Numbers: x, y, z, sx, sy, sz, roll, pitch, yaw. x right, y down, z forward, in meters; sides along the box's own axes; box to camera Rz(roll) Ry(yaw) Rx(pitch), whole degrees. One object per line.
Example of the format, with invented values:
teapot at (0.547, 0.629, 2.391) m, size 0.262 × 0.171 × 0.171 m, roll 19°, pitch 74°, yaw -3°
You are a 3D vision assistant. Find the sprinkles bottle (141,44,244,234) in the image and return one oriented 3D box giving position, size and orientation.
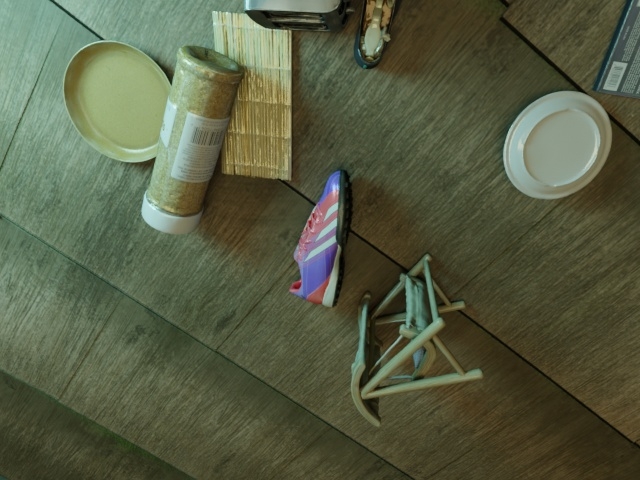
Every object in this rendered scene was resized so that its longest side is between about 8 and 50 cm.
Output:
sprinkles bottle at (-0.254, -0.182, 0.912) m, size 0.121 × 0.121 × 0.356 m, roll 23°, pitch 121°, yaw -5°

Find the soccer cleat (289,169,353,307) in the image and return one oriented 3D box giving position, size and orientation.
soccer cleat at (0.000, 0.000, 0.995) m, size 0.116 × 0.109 × 0.318 m, roll 10°, pitch 120°, yaw 7°

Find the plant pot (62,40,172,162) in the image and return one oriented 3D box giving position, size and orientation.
plant pot at (-0.396, -0.276, 0.946) m, size 0.236 × 0.032 × 0.237 m, roll 3°, pitch 118°, yaw 6°

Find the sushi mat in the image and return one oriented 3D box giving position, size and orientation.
sushi mat at (-0.130, -0.270, 0.920) m, size 0.151 × 0.019 × 0.317 m, roll 4°, pitch 117°, yaw 5°

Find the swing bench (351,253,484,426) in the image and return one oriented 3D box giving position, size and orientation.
swing bench at (0.171, 0.202, 0.988) m, size 0.254 × 0.253 × 0.165 m, roll -32°, pitch 108°, yaw 20°

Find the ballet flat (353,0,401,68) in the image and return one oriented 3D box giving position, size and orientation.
ballet flat at (0.100, -0.394, 0.797) m, size 0.074 × 0.074 × 0.203 m, roll 12°, pitch 118°, yaw 1°

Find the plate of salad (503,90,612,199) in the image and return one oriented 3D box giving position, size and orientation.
plate of salad at (0.437, -0.175, 0.876) m, size 0.199 × 0.048 × 0.200 m, roll -1°, pitch 112°, yaw -2°

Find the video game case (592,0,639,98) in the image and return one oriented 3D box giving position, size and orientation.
video game case at (0.632, -0.327, 0.784) m, size 0.274 × 0.026 × 0.196 m, roll 10°, pitch 118°, yaw 2°

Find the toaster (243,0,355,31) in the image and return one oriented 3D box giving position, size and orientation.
toaster at (-0.037, -0.405, 0.746) m, size 0.185 × 0.168 × 0.110 m, roll 5°, pitch 104°, yaw 5°
